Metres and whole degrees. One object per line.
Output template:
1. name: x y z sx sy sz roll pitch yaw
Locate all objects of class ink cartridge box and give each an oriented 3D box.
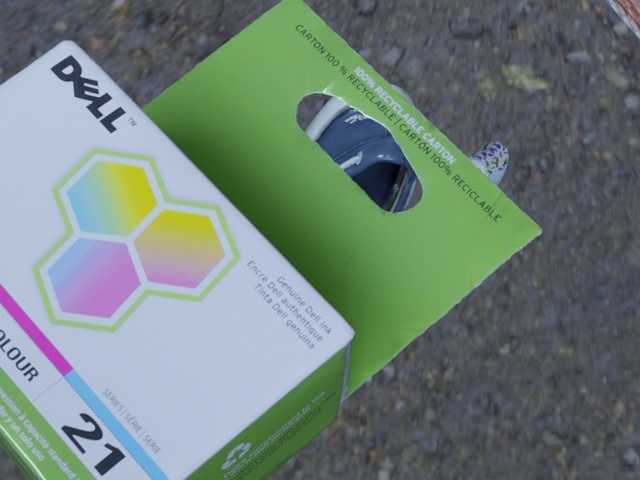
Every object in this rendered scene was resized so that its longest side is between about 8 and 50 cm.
1. ink cartridge box: -0.049 -0.007 0.633 0.255 0.097 0.189 -39 72 -17

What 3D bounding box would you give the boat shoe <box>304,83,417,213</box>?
1. boat shoe: 0.000 0.000 1.029 0.095 0.079 0.254 19 133 -23

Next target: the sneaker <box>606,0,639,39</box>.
1. sneaker: 0.187 -0.256 0.920 0.121 0.108 0.302 -38 94 2

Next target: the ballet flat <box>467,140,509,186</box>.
1. ballet flat: 0.119 -0.039 1.240 0.041 0.041 0.114 35 105 -7
